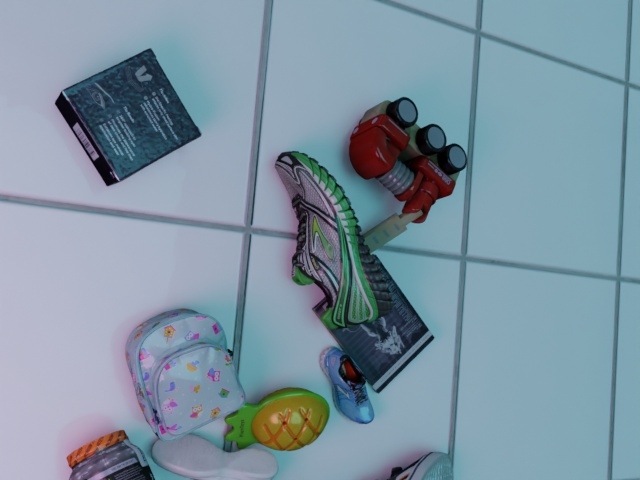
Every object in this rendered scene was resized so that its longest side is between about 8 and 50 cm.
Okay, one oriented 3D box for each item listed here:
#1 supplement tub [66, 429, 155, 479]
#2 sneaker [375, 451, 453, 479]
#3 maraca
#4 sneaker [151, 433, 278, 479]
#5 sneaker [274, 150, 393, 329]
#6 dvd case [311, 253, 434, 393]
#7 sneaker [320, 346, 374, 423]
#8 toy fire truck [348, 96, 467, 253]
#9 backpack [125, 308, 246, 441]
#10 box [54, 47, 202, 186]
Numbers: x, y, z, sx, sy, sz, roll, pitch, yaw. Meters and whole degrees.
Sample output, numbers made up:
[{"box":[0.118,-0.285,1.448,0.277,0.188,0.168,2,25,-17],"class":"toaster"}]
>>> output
[{"box":[-0.298,0.389,1.014,0.117,0.117,0.190,-20,74,-28],"class":"supplement tub"},{"box":[0.140,0.498,1.285,0.321,0.128,0.126,-26,108,-52],"class":"sneaker"},{"box":[-0.073,0.312,1.178,0.186,0.099,0.127,-5,119,-15],"class":"maraca"},{"box":[-0.183,0.388,1.134,0.212,0.080,0.094,17,120,-15],"class":"sneaker"},{"box":[0.000,0.000,1.212,0.146,0.134,0.343,-25,89,-7],"class":"sneaker"},{"box":[0.106,0.161,1.320,0.164,0.018,0.221,-41,107,-17],"class":"dvd case"},{"box":[0.057,0.275,1.265,0.063,0.073,0.162,-34,104,-26],"class":"sneaker"},{"box":[0.131,-0.108,1.298,0.217,0.159,0.246,38,61,-23],"class":"toy fire truck"},{"box":[-0.215,0.205,1.080,0.166,0.144,0.188,-20,95,-23],"class":"backpack"},{"box":[-0.302,-0.191,1.074,0.158,0.093,0.156,-35,104,-25],"class":"box"}]
